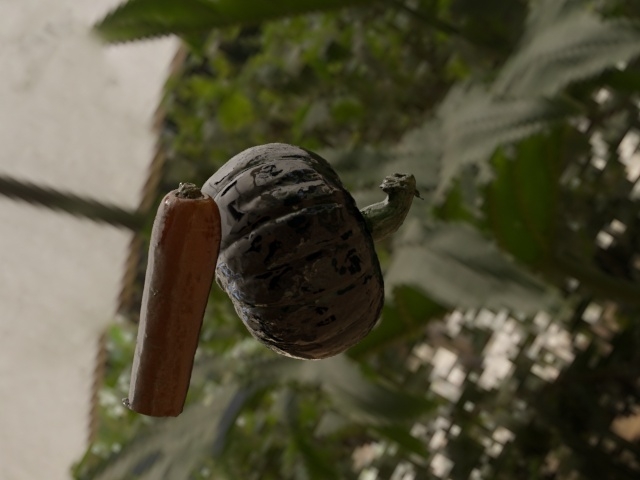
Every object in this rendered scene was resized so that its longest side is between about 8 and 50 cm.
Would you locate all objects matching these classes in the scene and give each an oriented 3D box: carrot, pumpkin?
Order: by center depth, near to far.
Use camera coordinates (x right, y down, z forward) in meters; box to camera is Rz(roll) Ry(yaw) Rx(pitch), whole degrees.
[{"bbox_3d":[-0.136,0.053,1.688,0.067,0.067,0.225,-76,-2,-74],"label":"carrot"},{"bbox_3d":[0.000,0.000,1.980,0.248,0.248,0.248,-59,5,8],"label":"pumpkin"}]
